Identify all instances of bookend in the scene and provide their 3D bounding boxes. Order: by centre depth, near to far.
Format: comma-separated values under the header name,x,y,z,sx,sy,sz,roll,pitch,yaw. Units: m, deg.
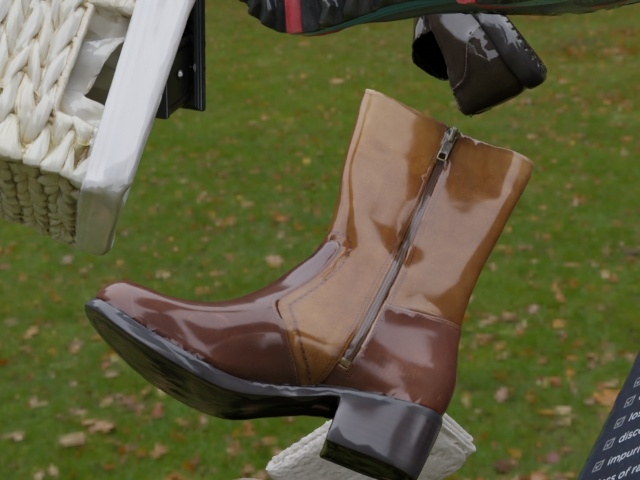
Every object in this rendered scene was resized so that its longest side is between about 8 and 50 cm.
name,x,y,z,sx,sy,sz,roll,pitch,yaw
bookend,-0.180,-0.186,1.159,0.072,0.156,0.157,11,27,15

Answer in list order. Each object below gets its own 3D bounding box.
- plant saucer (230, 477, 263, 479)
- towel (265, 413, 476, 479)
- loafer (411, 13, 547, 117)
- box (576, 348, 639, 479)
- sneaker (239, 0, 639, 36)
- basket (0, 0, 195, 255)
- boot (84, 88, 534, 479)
name,x,y,z,sx,sy,sz,roll,pitch,yaw
plant saucer,-0.069,0.367,1.287,0.199,0.198,0.036,7,19,33
towel,0.076,0.327,1.721,0.282,0.187,0.049,-35,26,22
loafer,0.097,-0.173,0.893,0.078,0.080,0.220,-38,37,13
box,0.488,0.167,0.974,0.472,0.297,0.480,-53,4,-36
sneaker,0.065,-0.134,0.520,0.125,0.104,0.262,3,9,-45
basket,-0.131,-0.069,0.551,0.103,0.113,0.167,19,-14,-10
boot,0.000,0.000,0.826,0.264,0.280,0.096,20,-23,4
